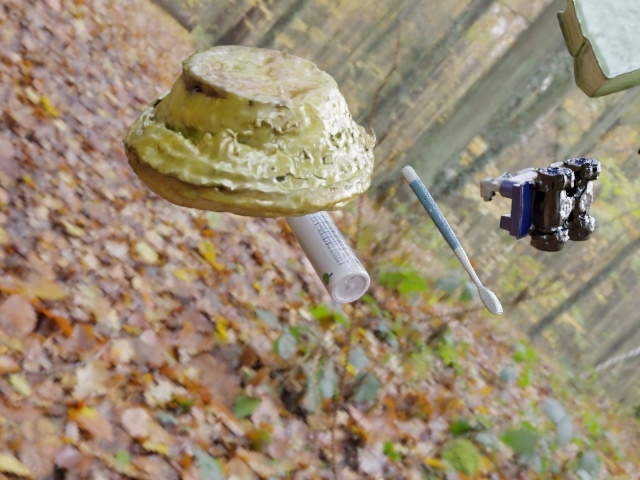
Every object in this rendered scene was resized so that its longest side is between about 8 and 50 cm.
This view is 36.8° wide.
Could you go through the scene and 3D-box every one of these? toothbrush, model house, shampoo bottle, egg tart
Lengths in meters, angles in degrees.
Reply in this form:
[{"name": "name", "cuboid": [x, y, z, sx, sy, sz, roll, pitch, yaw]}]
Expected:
[{"name": "toothbrush", "cuboid": [0.193, -0.003, 1.424, 0.025, 0.019, 0.275, 12, 42, -54]}, {"name": "model house", "cuboid": [0.547, -0.387, 1.790, 0.189, 0.195, 0.214, 102, -33, -79]}, {"name": "shampoo bottle", "cuboid": [0.000, 0.000, 2.040, 0.092, 0.092, 0.303, 37, 15, -48]}, {"name": "egg tart", "cuboid": [-0.070, -0.126, 1.016, 0.294, 0.123, 0.294, 5, 30, -3]}]

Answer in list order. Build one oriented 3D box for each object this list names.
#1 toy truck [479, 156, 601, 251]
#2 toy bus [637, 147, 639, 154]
[{"name": "toy truck", "cuboid": [0.423, -0.082, 1.843, 0.213, 0.161, 0.177, -18, 26, -41]}, {"name": "toy bus", "cuboid": [0.674, -0.098, 1.636, 0.167, 0.138, 0.275, 99, -21, -56]}]
